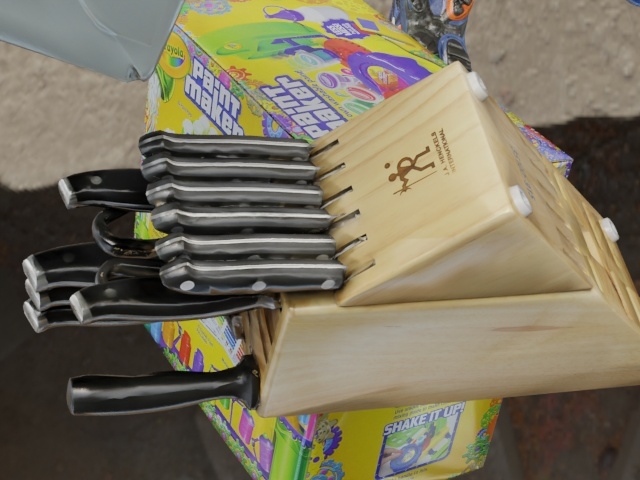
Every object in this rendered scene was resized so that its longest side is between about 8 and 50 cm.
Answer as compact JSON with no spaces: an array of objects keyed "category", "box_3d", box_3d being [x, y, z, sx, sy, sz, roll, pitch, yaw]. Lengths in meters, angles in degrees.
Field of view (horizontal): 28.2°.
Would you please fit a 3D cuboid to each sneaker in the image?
[{"category":"sneaker","box_3d":[0.091,-0.158,1.120,0.083,0.221,0.087,15,166,-6]}]

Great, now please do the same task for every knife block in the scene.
[{"category":"knife block","box_3d":[0.007,0.032,0.621,0.242,0.088,0.275,-28,144,21]}]

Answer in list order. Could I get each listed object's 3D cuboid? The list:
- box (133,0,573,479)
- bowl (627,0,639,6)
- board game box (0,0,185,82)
[{"category":"box","box_3d":[0.000,0.000,0.955,0.177,0.290,0.279,-11,129,-30]},{"category":"bowl","box_3d":[0.546,-0.462,1.676,0.391,0.391,0.077,-43,66,34]},{"category":"board game box","box_3d":[-0.139,-0.229,0.516,0.224,0.303,0.097,18,139,-15]}]
